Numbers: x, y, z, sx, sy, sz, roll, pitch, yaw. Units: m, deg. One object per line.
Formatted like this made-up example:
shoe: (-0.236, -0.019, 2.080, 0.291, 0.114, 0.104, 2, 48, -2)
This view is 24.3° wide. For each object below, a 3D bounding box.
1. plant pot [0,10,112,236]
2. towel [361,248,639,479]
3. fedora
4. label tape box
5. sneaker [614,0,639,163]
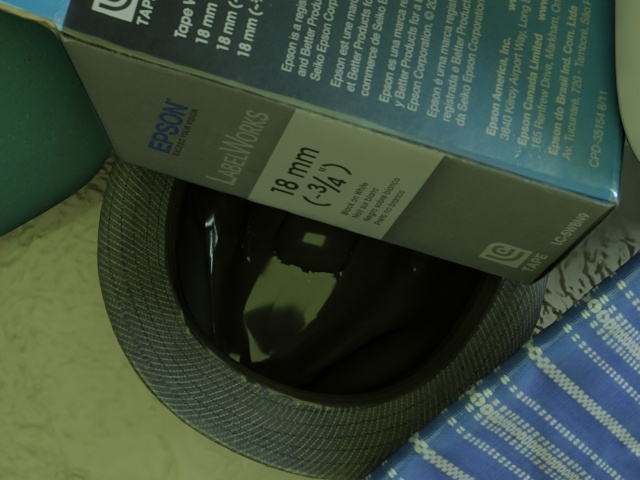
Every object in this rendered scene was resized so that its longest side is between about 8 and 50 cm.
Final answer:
plant pot: (-0.210, -0.107, 0.781, 0.195, 0.290, 0.290, 9, 91, -31)
towel: (0.184, 0.091, 0.798, 0.336, 0.243, 0.040, -40, 50, 8)
fedora: (0.000, 0.000, 0.839, 0.244, 0.124, 0.275, 20, 74, -6)
label tape box: (-0.012, -0.146, 0.743, 0.334, 0.106, 0.240, 17, 63, -10)
sneaker: (0.201, -0.177, 0.699, 0.123, 0.106, 0.290, -12, 79, 39)
